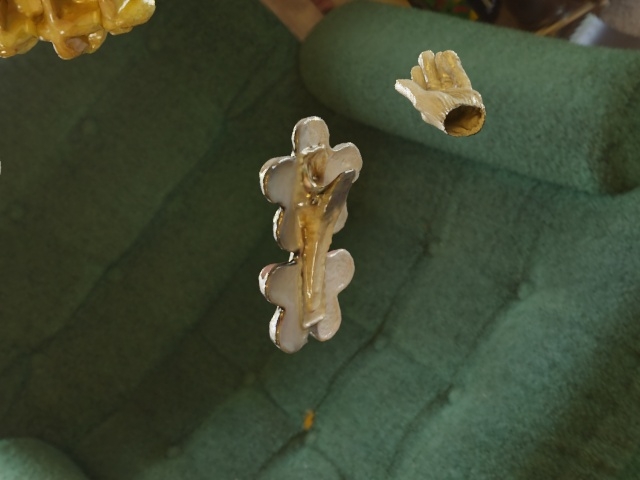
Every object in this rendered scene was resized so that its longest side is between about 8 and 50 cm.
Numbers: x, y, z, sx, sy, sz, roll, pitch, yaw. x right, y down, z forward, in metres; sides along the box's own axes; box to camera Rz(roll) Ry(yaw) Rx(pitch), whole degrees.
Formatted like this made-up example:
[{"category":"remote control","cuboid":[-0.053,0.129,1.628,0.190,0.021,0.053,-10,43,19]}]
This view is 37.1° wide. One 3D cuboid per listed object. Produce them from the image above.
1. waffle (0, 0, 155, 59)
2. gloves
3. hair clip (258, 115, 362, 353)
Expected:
[{"category":"waffle","cuboid":[-0.163,-0.227,0.502,0.253,0.249,0.056,-39,20,25]},{"category":"gloves","cuboid":[0.071,-0.082,0.558,0.044,0.037,0.081,-3,49,-13]},{"category":"hair clip","cuboid":[-0.006,-0.002,1.004,0.075,0.257,0.146,23,31,29]}]
